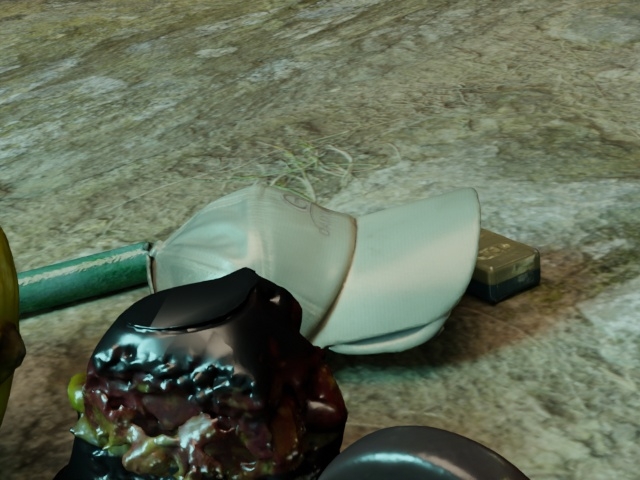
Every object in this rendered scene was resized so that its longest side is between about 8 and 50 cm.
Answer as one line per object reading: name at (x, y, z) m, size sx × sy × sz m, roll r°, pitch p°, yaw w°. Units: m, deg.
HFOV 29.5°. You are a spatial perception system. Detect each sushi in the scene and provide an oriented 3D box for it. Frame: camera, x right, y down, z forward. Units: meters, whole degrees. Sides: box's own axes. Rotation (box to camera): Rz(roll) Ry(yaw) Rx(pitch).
sushi at (-0.065, 0.101, 0.711) m, size 0.172 × 0.150 × 0.153 m, roll 12°, pitch 30°, yaw 36°

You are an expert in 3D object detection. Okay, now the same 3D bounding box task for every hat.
hat at (0.000, 0.000, 0.920) m, size 0.226 × 0.164 × 0.219 m, roll -37°, pitch 18°, yaw 15°

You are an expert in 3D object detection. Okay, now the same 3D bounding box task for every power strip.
power strip at (0.122, 0.012, 1.013) m, size 0.056 × 0.032 × 0.123 m, roll -20°, pitch 26°, yaw -30°

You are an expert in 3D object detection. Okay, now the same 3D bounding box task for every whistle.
whistle at (-0.216, 0.034, 1.049) m, size 0.186 × 0.039 × 0.039 m, roll -15°, pitch 25°, yaw -18°

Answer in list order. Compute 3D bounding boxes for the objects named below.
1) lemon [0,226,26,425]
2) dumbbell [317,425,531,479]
lemon at (-0.334, 0.053, 0.741) m, size 0.297 × 0.297 × 0.297 m, roll -6°, pitch 23°, yaw 2°
dumbbell at (0.008, 0.187, 0.512) m, size 0.124 × 0.140 × 0.225 m, roll -3°, pitch 23°, yaw 36°
